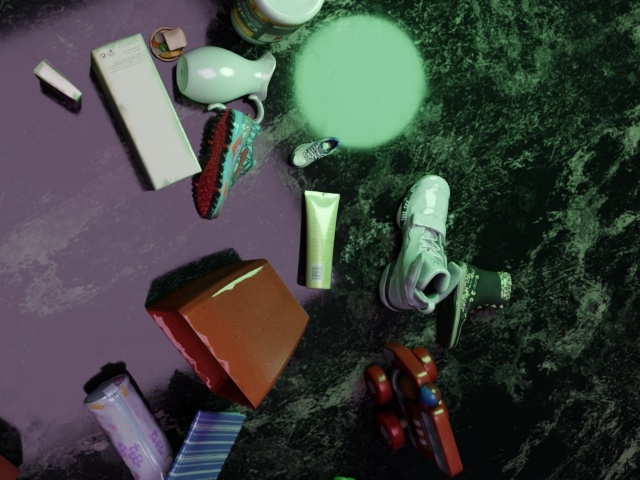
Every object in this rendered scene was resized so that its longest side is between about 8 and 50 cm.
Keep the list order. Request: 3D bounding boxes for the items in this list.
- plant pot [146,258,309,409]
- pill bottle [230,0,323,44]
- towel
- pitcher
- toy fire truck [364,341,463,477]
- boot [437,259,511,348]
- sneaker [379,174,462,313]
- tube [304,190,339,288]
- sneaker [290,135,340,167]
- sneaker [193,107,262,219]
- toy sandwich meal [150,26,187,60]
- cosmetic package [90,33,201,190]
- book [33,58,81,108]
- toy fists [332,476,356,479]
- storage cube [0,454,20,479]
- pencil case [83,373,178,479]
[{"bbox_3d":[-0.188,0.182,1.523,0.236,0.267,0.267,-42,106,-24],"label":"plant pot"},{"bbox_3d":[-0.105,-0.523,1.484,0.162,0.278,0.162,-1,93,-20],"label":"pill bottle"},{"bbox_3d":[-0.297,0.538,1.530,0.040,0.243,0.335,23,84,22],"label":"towel"},{"bbox_3d":[-0.217,-0.349,1.549,0.207,0.125,0.177,-4,110,-30],"label":"pitcher"},{"bbox_3d":[0.246,0.406,1.679,0.170,0.254,0.302,-19,100,-18],"label":"toy fire truck"},{"bbox_3d":[0.415,0.180,1.816,0.179,0.085,0.236,9,90,-22],"label":"boot"},{"bbox_3d":[0.273,0.012,1.687,0.138,0.210,0.365,19,87,-20],"label":"sneaker"},{"bbox_3d":[0.000,0.000,1.676,0.070,0.062,0.240,7,85,-63],"label":"tube"},{"bbox_3d":[-0.011,-0.221,1.653,0.135,0.058,0.052,-30,102,-15],"label":"sneaker"},{"bbox_3d":[-0.201,-0.165,1.564,0.125,0.104,0.261,8,107,-44],"label":"sneaker"},{"bbox_3d":[-0.343,-0.448,1.536,0.086,0.029,0.085,-1,94,-19],"label":"toy sandwich meal"},{"bbox_3d":[-0.379,-0.269,1.468,0.113,0.160,0.309,-25,100,-15],"label":"cosmetic package"},{"bbox_3d":[-0.543,-0.320,1.413,0.096,0.144,0.035,40,80,-18],"label":"book"},{"bbox_3d":[0.109,0.713,1.738,0.142,0.096,0.279,-41,107,-2],"label":"toy fists"},{"bbox_3d":[-0.757,0.502,1.360,0.193,0.215,0.183,43,80,-10],"label":"storage cube"},{"bbox_3d":[-0.415,0.433,1.518,0.114,0.124,0.273,-32,102,-15],"label":"pencil case"}]
